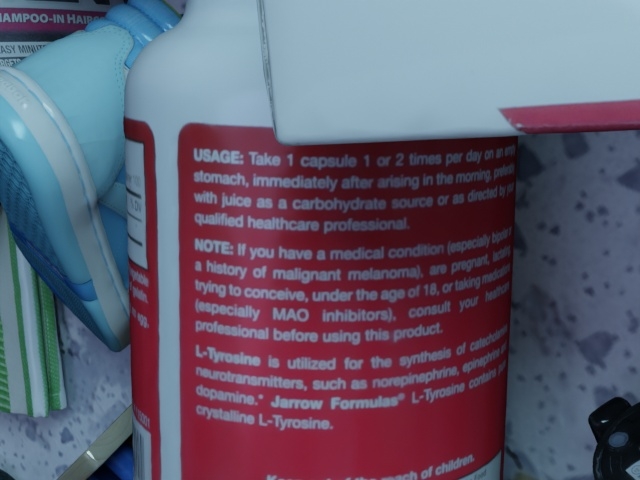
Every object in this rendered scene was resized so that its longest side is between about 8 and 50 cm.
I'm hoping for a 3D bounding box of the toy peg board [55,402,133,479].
[{"bbox_3d":[-0.122,0.158,0.787,0.079,0.160,0.161,44,138,-1],"label":"toy peg board"}]

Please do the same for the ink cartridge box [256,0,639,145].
[{"bbox_3d":[0.150,-0.119,0.434,0.226,0.306,0.131,0,99,38],"label":"ink cartridge box"}]

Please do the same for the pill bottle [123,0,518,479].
[{"bbox_3d":[0.000,0.000,0.624,0.229,0.229,0.407,9,104,37],"label":"pill bottle"}]

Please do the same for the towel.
[{"bbox_3d":[-0.374,0.048,1.048,0.325,0.038,0.247,-1,96,40],"label":"towel"}]

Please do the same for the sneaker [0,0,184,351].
[{"bbox_3d":[-0.130,-0.050,0.793,0.127,0.208,0.319,41,157,19],"label":"sneaker"}]

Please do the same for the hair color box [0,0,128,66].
[{"bbox_3d":[-0.273,-0.254,0.824,0.105,0.174,0.347,-28,81,37],"label":"hair color box"}]

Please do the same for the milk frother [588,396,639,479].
[{"bbox_3d":[0.229,0.130,0.560,0.143,0.129,0.134,-25,121,11],"label":"milk frother"}]

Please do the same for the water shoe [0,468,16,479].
[{"bbox_3d":[-0.304,0.319,1.019,0.080,0.073,0.203,-47,69,36],"label":"water shoe"}]
